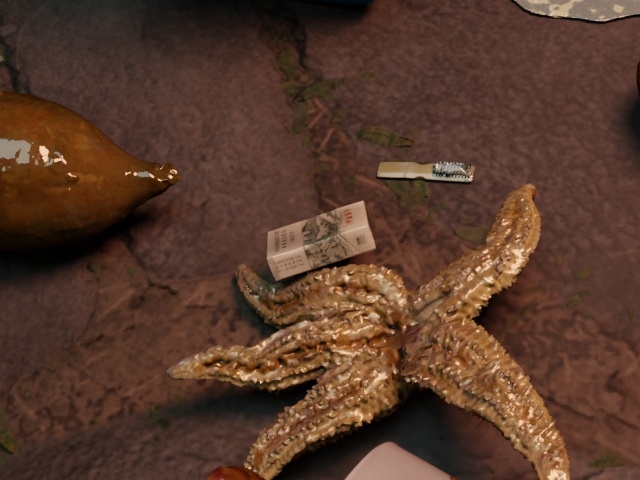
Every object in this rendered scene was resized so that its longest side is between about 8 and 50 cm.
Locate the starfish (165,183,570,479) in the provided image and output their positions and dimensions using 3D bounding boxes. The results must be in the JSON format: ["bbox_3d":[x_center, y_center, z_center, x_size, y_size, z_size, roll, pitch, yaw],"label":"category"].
[{"bbox_3d":[0.031,0.097,0.835,0.293,0.084,0.302,-13,47,16],"label":"starfish"}]

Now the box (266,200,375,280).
[{"bbox_3d":[0.000,0.000,0.888,0.083,0.024,0.054,-18,21,6],"label":"box"}]

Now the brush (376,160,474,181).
[{"bbox_3d":[0.089,-0.060,0.961,0.083,0.013,0.016,3,62,17],"label":"brush"}]

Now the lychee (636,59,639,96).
[{"bbox_3d":[0.305,-0.116,0.891,0.101,0.114,0.140,-24,23,32],"label":"lychee"}]

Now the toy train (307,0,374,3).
[{"bbox_3d":[-0.061,-0.342,1.003,0.265,0.300,0.188,10,76,33],"label":"toy train"}]

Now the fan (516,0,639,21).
[{"bbox_3d":[0.245,-0.255,1.045,0.240,0.009,0.131,13,63,20],"label":"fan"}]

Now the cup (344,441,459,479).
[{"bbox_3d":[0.124,0.279,0.615,0.317,0.212,0.212,27,68,18],"label":"cup"}]

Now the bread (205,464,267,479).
[{"bbox_3d":[-0.085,0.252,0.715,0.096,0.181,0.222,36,77,14],"label":"bread"}]

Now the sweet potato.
[{"bbox_3d":[-0.306,-0.064,0.975,0.369,0.158,0.158,16,64,16],"label":"sweet potato"}]
